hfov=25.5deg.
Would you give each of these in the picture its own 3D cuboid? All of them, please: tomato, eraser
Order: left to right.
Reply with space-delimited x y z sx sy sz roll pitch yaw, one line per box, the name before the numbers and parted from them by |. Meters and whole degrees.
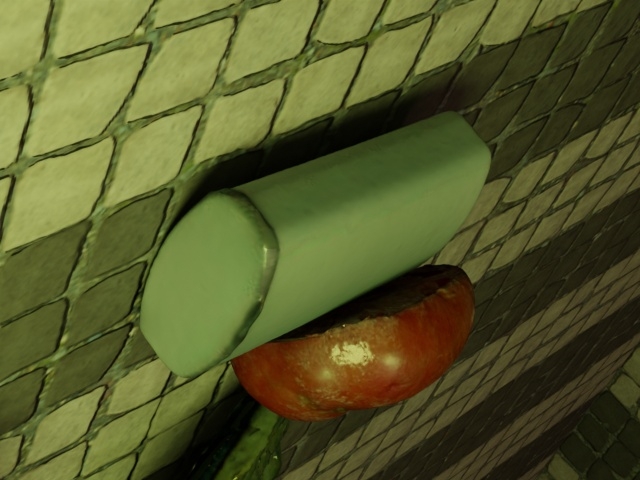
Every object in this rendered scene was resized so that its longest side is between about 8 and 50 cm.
eraser | 0.000 0.000 1.174 0.290 0.104 0.189 -23 154 -45
tomato | 0.036 0.099 1.290 0.237 0.095 0.237 -18 -174 2

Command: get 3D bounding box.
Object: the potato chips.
potato chips | -0.110 0.327 1.421 0.358 0.070 0.429 88 23 -60
